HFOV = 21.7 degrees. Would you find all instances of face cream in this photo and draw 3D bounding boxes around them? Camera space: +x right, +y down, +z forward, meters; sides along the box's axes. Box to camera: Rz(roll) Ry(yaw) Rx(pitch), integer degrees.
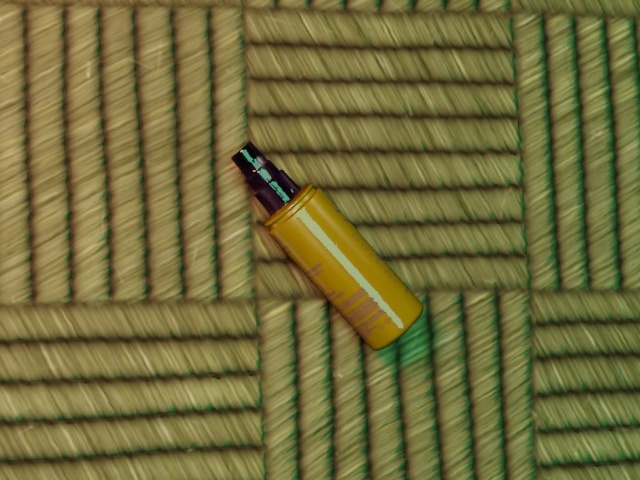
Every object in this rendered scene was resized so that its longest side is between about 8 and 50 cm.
[{"bbox_3d":[0.000,0.000,1.868,0.078,0.078,0.273,-44,97,-17],"label":"face cream"}]
